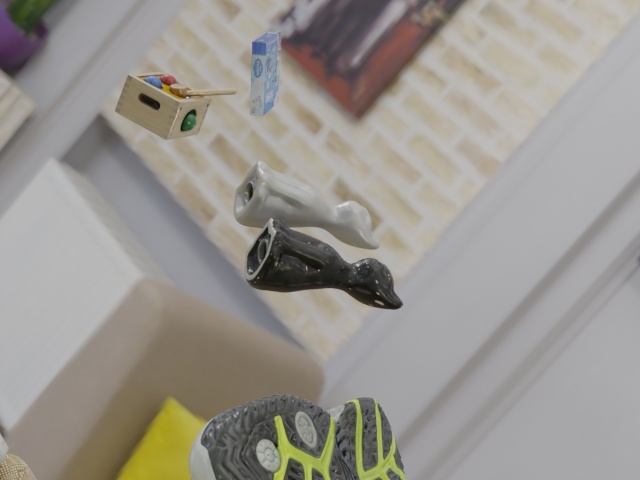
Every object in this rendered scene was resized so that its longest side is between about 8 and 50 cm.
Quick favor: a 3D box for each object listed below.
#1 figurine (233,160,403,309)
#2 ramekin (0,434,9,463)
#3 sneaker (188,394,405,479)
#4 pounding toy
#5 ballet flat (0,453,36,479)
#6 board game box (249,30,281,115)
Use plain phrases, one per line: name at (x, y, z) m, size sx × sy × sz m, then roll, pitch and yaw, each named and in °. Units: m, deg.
figurine at (0.000, 0.000, 1.730) m, size 0.210 × 0.092 × 0.215 m, roll 17°, pitch 32°, yaw -24°
ramekin at (-0.493, 0.232, 1.678) m, size 0.207 × 0.109 × 0.207 m, roll 50°, pitch -19°, yaw 24°
sneaker at (-0.038, 0.245, 1.329) m, size 0.385 × 0.147 × 0.145 m, roll 20°, pitch 49°, yaw -64°
pounding toy at (-0.244, -0.237, 2.198) m, size 0.141 × 0.100 × 0.130 m, roll 29°, pitch 19°, yaw 17°
ballet flat at (-0.434, 0.415, 1.934) m, size 0.067 × 0.073 × 0.206 m, roll 14°, pitch -57°, yaw 52°
board game box at (-0.067, -0.205, 1.585) m, size 0.020 × 0.090 × 0.090 m, roll 6°, pitch 19°, yaw 9°
